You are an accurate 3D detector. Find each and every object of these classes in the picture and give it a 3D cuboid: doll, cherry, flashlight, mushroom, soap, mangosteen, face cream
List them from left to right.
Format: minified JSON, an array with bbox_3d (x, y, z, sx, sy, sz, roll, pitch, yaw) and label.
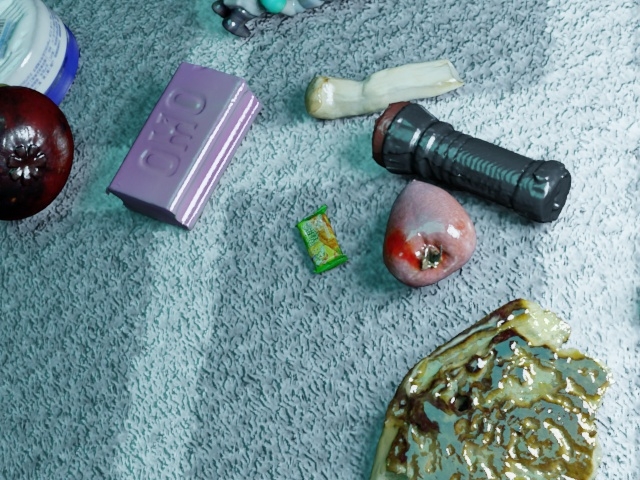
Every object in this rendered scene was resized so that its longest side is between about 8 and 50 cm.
[{"bbox_3d":[-0.461,-0.262,1.768,0.206,0.111,0.206,-12,60,22],"label":"face cream"},{"bbox_3d":[-0.422,-0.123,1.640,0.200,0.200,0.200,-12,60,20],"label":"mangosteen"},{"bbox_3d":[-0.174,-0.122,1.578,0.122,0.065,0.203,18,74,33],"label":"soap"},{"bbox_3d":[-0.033,-0.393,1.623,0.258,0.153,0.195,-19,74,35],"label":"doll"},{"bbox_3d":[0.075,-0.188,1.503,0.202,0.054,0.059,-7,60,18],"label":"mushroom"},{"bbox_3d":[0.123,-0.005,1.358,0.106,0.087,0.126,-10,42,29],"label":"cherry"},{"bbox_3d":[0.169,-0.084,1.384,0.232,0.093,0.093,26,77,28],"label":"flashlight"}]

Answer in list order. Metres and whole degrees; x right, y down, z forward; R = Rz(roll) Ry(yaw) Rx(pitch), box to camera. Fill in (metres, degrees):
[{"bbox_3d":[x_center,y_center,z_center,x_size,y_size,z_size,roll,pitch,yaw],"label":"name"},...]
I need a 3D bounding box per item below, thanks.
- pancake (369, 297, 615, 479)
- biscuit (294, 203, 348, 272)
[{"bbox_3d":[0.172,0.166,1.262,0.257,0.056,0.212,-3,70,16],"label":"pancake"},{"bbox_3d":[0.000,0.000,1.458,0.046,0.016,0.089,-29,55,9],"label":"biscuit"}]
